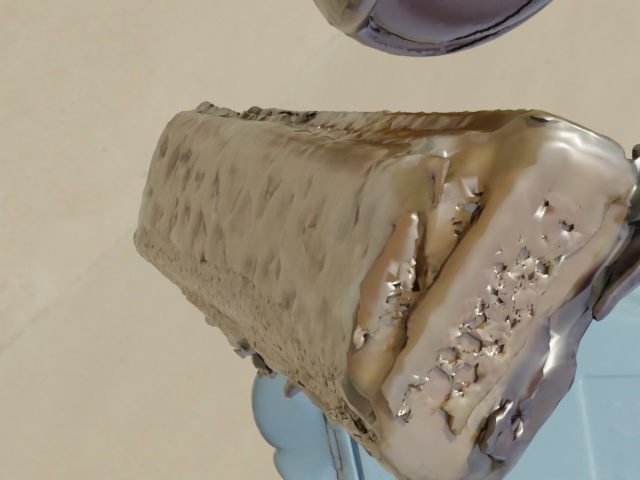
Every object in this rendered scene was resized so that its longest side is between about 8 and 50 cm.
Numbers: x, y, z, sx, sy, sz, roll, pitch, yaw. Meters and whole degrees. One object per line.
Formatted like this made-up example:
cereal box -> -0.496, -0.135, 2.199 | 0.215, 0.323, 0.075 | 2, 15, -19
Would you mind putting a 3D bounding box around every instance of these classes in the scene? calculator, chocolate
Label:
calculator -> 0.098, 0.103, 0.791 | 0.042, 0.302, 0.188 | -45, 126, -58
chocolate -> -0.003, -0.006, 0.467 | 0.102, 0.065, 0.329 | -57, -163, -3

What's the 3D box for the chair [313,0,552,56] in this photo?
chair -> 0.030, -0.270, 0.939 | 0.226, 0.401, 0.226 | -19, 138, -18
